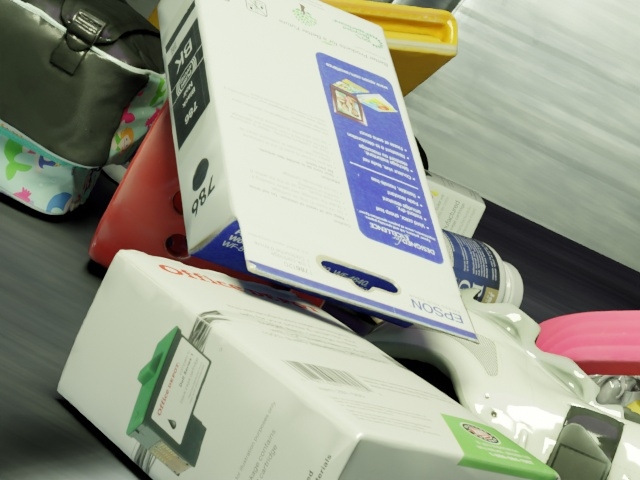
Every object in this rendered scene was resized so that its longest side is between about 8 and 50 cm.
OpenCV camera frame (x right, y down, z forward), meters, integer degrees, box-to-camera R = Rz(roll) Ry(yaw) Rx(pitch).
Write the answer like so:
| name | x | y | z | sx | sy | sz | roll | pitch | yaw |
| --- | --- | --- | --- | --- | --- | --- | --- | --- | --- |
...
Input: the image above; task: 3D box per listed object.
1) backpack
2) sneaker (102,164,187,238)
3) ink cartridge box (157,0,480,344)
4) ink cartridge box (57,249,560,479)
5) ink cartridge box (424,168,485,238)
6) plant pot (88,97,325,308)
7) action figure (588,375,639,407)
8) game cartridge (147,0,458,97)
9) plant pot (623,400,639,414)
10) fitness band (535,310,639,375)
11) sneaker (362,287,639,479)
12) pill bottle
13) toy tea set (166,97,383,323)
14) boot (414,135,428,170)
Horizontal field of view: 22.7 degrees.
| name | x | y | z | sx | sy | sz | roll | pitch | yaw |
| --- | --- | --- | --- | --- | --- | --- | --- | --- | --- |
| backpack | -0.234 | -0.140 | 1.337 | 0.225 | 0.191 | 0.253 | 30 | 16 | 1 |
| sneaker | -0.115 | -0.100 | 1.547 | 0.102 | 0.161 | 0.282 | 17 | 11 | -37 |
| ink cartridge box | -0.012 | -0.052 | 1.036 | 0.165 | 0.065 | 0.332 | 20 | 34 | -26 |
| ink cartridge box | -0.012 | 0.099 | 0.839 | 0.160 | 0.092 | 0.219 | 18 | 10 | -44 |
| ink cartridge box | 0.066 | -0.022 | 1.687 | 0.175 | 0.127 | 0.072 | 23 | 11 | -7 |
| plant pot | -0.056 | -0.031 | 1.196 | 0.174 | 0.191 | 0.191 | 28 | 8 | -2 |
| action figure | 0.364 | 0.156 | 1.558 | 0.285 | 0.099 | 0.185 | 14 | 23 | -36 |
| game cartridge | -0.057 | -0.167 | 1.594 | 0.285 | 0.052 | 0.324 | 4 | -13 | -21 |
| plant pot | 0.225 | 0.167 | 1.093 | 0.134 | 0.095 | 0.134 | 24 | 9 | -4 |
| fitness band | 0.274 | 0.125 | 1.157 | 0.291 | 0.054 | 0.209 | -3 | -36 | 38 |
| sneaker | 0.140 | 0.150 | 0.974 | 0.146 | 0.122 | 0.330 | -11 | 33 | -44 |
| pill bottle | 0.127 | 0.039 | 1.596 | 0.169 | 0.094 | 0.094 | 16 | 13 | -45 |
| toy tea set | -0.017 | -0.044 | 1.406 | 0.336 | 0.124 | 0.200 | 60 | 32 | -20 |
| boot | 0.068 | -0.066 | 1.919 | 0.348 | 0.131 | 0.260 | 1 | 16 | -44 |
